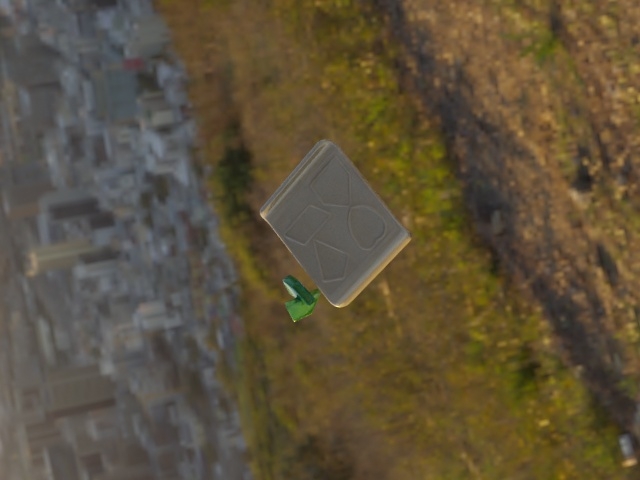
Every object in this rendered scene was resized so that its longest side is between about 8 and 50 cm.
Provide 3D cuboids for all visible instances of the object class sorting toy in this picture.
[{"bbox_3d":[0.000,0.000,0.626,0.062,0.012,0.083,49,124,11],"label":"sorting toy"}]
